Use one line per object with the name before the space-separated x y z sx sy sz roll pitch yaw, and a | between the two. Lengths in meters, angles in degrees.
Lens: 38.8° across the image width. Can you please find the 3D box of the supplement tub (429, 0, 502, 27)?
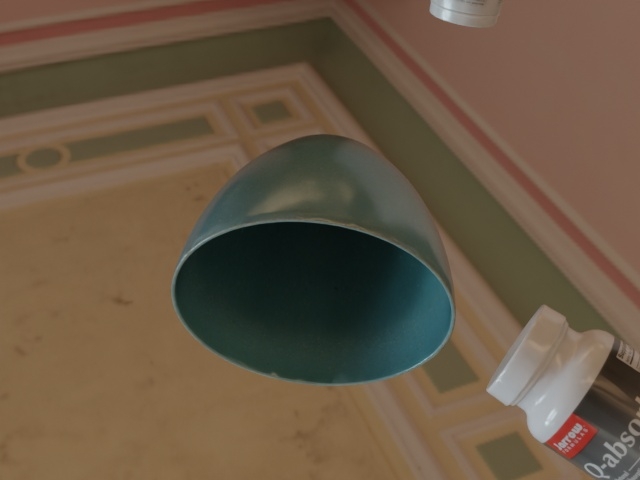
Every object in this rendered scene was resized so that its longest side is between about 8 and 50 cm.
supplement tub | 0.148 -0.266 0.870 0.071 0.107 0.071 9 -152 -5

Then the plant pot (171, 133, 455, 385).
plant pot | 0.000 0.000 0.985 0.290 0.290 0.195 4 -129 3

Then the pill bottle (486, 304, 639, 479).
pill bottle | 0.462 0.273 1.444 0.363 0.210 0.210 33 -132 10
